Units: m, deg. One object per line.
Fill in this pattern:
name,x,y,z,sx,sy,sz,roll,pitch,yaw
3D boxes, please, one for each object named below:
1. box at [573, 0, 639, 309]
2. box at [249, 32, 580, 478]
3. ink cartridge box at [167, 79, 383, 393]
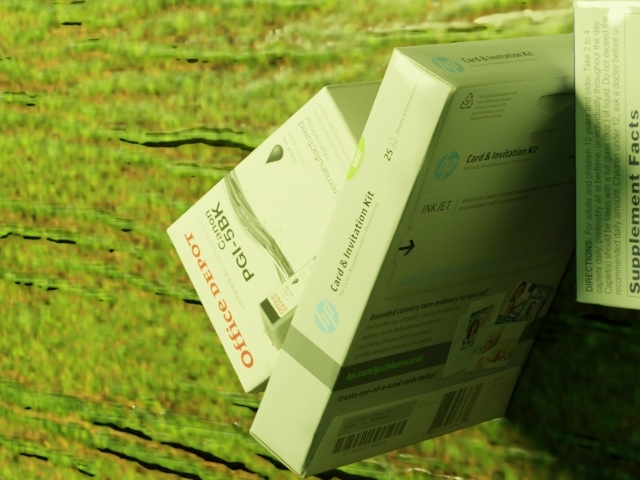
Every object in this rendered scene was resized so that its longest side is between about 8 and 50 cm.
box,0.174,-0.034,0.768,0.137,0.072,0.126,6,101,41
box,0.057,0.004,0.832,0.038,0.145,0.186,38,121,31
ink cartridge box,0.000,0.000,0.944,0.135,0.056,0.099,-40,70,38
